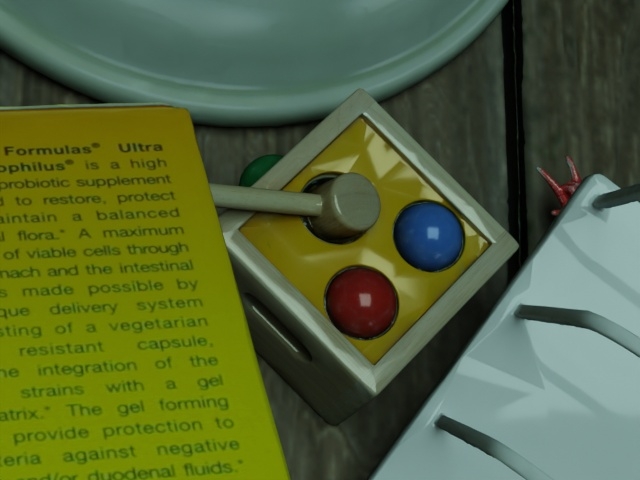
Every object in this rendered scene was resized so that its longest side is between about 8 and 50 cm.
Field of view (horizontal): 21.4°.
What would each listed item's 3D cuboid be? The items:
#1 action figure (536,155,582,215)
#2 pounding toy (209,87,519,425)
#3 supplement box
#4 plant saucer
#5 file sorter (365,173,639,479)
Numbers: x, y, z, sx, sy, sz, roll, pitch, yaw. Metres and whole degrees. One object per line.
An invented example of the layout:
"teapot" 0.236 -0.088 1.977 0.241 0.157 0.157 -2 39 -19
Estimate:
"action figure" 0.230 -0.015 0.883 0.280 0.091 0.139 -27 98 -23
"pounding toy" 0.000 0.000 0.810 0.141 0.100 0.130 45 66 2
"supplement box" -0.120 0.138 0.605 0.195 0.194 0.356 -3 46 -17
"plant saucer" -0.048 -0.260 0.885 0.400 0.100 0.400 5 71 -14
"file sorter" 0.131 0.132 0.723 0.193 0.173 0.278 37 85 -2
